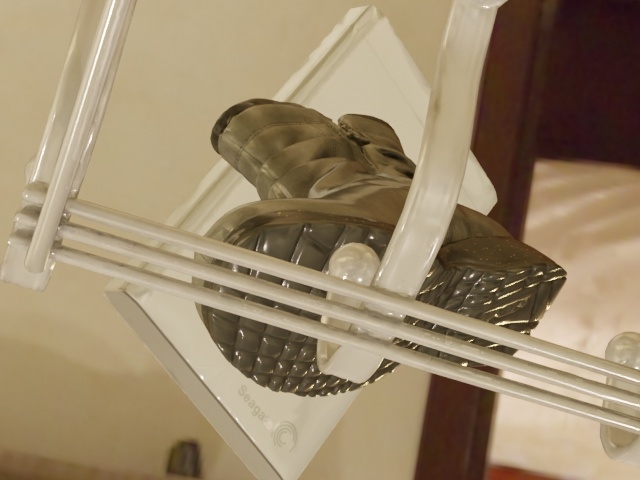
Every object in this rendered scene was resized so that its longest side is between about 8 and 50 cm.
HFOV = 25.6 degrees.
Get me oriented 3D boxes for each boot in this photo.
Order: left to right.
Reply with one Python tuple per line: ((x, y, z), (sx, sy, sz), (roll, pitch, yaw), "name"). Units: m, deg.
((-0.006, -0.010, 0.659), (0.161, 0.083, 0.246), (43, -159, 31), "boot")

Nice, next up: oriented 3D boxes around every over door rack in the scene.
((0.064, -0.081, 0.381), (0.239, 0.108, 0.324), (17, 134, -12), "over door rack")

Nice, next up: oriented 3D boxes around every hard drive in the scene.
((0.000, 0.000, 1.044), (0.040, 0.307, 0.203), (-1, 133, 49), "hard drive")
